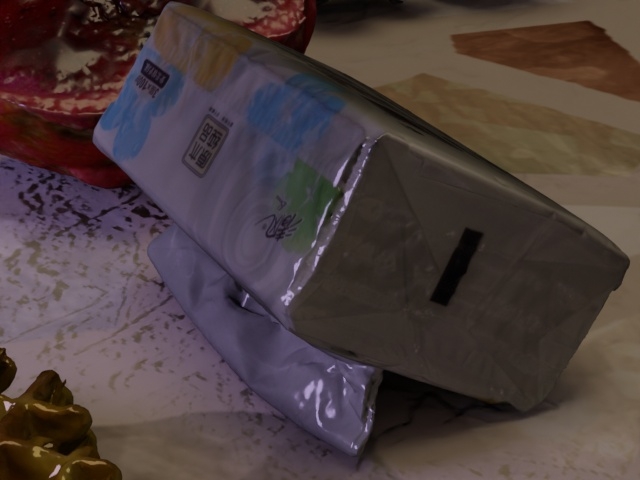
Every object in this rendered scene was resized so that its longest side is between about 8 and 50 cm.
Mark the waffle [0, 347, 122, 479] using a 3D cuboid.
[{"bbox_3d":[-0.196,0.102,0.644,0.231,0.051,0.228,-11,26,-24],"label":"waffle"}]

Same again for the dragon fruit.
[{"bbox_3d":[-0.085,-0.083,0.981,0.262,0.134,0.211,-29,45,-20],"label":"dragon fruit"}]

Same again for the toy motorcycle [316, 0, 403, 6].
[{"bbox_3d":[0.016,-0.235,1.347,0.129,0.094,0.229,-4,11,-17],"label":"toy motorcycle"}]

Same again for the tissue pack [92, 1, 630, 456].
[{"bbox_3d":[0.000,0.000,0.790,0.159,0.145,0.229,23,10,-35],"label":"tissue pack"}]
